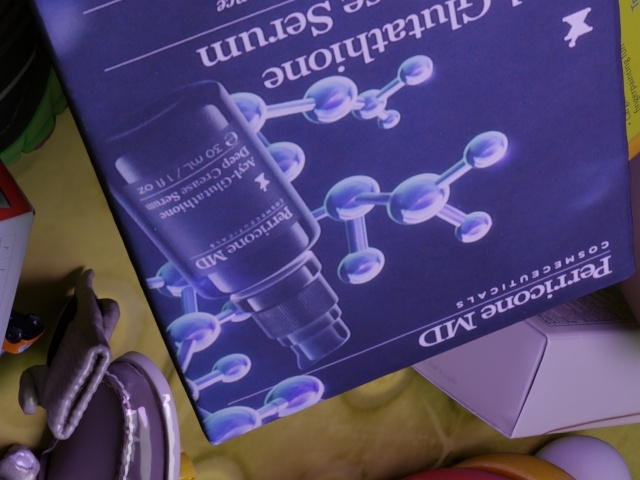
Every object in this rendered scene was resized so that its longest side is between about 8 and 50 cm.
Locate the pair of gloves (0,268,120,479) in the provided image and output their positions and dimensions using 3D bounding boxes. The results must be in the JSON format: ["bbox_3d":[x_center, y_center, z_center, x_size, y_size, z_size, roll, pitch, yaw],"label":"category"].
[{"bbox_3d":[-0.220,0.146,1.269,0.042,0.204,0.240,27,102,-10],"label":"pair of gloves"}]

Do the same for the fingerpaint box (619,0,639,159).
[{"bbox_3d":[0.145,-0.246,1.347,0.371,0.163,0.445,-39,134,-15],"label":"fingerpaint box"}]

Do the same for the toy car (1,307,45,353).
[{"bbox_3d":[-0.226,0.050,1.231,0.060,0.122,0.041,21,111,-10],"label":"toy car"}]

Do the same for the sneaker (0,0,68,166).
[{"bbox_3d":[-0.225,-0.249,0.994,0.202,0.185,0.483,-14,123,-41],"label":"sneaker"}]

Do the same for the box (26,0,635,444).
[{"bbox_3d":[-0.003,-0.118,0.977,0.293,0.212,0.395,-22,138,-6],"label":"box"}]

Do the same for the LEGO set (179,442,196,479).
[{"bbox_3d":[-0.139,0.242,1.457,0.087,0.093,0.227,-9,121,-39],"label":"LEGO set"}]

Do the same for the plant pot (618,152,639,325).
[{"bbox_3d":[0.339,-0.057,1.551,0.256,0.274,0.256,-23,146,-16],"label":"plant pot"}]

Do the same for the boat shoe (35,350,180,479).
[{"bbox_3d":[-0.202,0.239,1.385,0.096,0.116,0.324,-7,126,-44],"label":"boat shoe"}]

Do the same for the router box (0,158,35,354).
[{"bbox_3d":[-0.352,0.098,1.080,0.301,0.082,0.335,-20,152,-33],"label":"router box"}]

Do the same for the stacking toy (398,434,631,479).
[{"bbox_3d":[0.176,0.318,1.701,0.480,0.350,0.351,-34,137,-47],"label":"stacking toy"}]

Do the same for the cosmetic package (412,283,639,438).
[{"bbox_3d":[0.253,0.098,1.678,0.309,0.160,0.113,-1,116,-41],"label":"cosmetic package"}]
